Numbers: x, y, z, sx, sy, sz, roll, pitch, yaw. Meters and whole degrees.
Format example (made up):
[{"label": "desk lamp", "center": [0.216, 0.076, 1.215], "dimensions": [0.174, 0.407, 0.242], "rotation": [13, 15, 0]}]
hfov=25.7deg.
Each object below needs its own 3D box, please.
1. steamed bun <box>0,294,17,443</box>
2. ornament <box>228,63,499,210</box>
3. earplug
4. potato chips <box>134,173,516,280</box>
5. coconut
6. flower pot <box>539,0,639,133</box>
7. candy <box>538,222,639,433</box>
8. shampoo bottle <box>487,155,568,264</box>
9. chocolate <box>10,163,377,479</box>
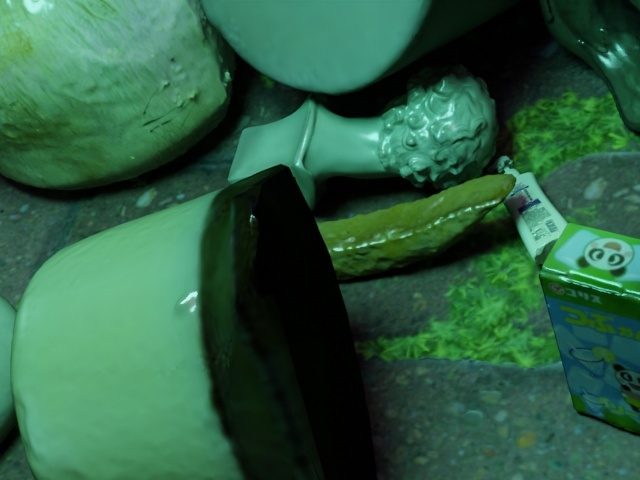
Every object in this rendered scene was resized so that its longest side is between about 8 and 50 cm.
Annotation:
[{"label": "steamed bun", "center": [-0.410, 0.127, 1.409], "dimensions": [0.231, 0.145, 0.232], "rotation": [-11, 49, 13]}, {"label": "ornament", "center": [0.042, -0.097, 1.434], "dimensions": [0.285, 0.120, 0.130], "rotation": [-15, 50, 12]}, {"label": "earplug", "center": [0.088, -0.358, 1.469], "dimensions": [0.312, 0.313, 0.394], "rotation": [18, 33, 32]}, {"label": "potato chips", "center": [0.000, 0.000, 1.402], "dimensions": [0.407, 0.080, 0.057], "rotation": [-7, 34, 18]}, {"label": "coconut", "center": [-0.295, -0.279, 1.555], "dimensions": [0.404, 0.404, 0.405], "rotation": [-11, 49, 13]}, {"label": "flower pot", "center": [0.337, -0.270, 1.351], "dimensions": [0.213, 0.302, 0.302], "rotation": [-31, 48, -5]}, {"label": "candy", "center": [0.249, 0.079, 1.157], "dimensions": [0.097, 0.194, 0.062], "rotation": [16, 56, 32]}, {"label": "shampoo bottle", "center": [0.205, -0.035, 1.377], "dimensions": [0.049, 0.034, 0.141], "rotation": [-29, 47, 6]}, {"label": "chocolate", "center": [-0.119, 0.129, 1.184], "dimensions": [0.297, 0.314, 0.326], "rotation": [-17, 11, 7]}]
